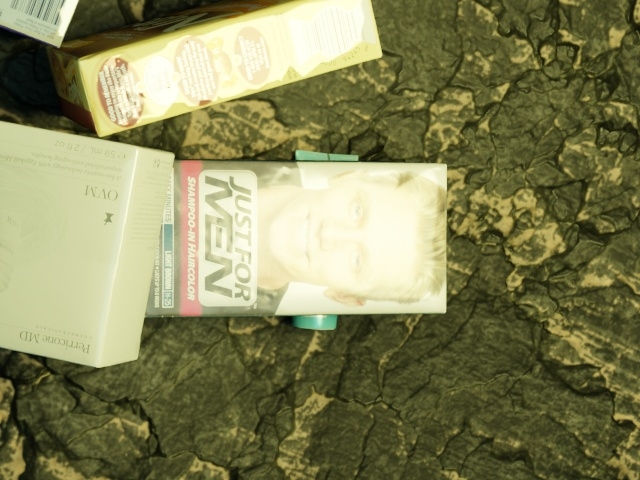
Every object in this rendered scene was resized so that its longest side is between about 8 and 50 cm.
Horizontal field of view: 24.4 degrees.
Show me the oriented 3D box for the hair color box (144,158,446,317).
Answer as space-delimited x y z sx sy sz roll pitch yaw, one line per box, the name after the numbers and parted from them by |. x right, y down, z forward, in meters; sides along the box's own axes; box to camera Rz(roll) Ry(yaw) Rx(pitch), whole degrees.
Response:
-0.037 -0.004 1.654 0.347 0.105 0.174 -1 92 -15 | hair color box

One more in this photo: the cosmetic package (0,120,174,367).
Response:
-0.290 -0.002 1.512 0.224 0.138 0.225 10 93 10 | cosmetic package

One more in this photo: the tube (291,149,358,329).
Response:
0.000 0.000 1.739 0.080 0.052 0.207 2 95 -30 | tube

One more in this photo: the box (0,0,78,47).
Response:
-0.323 -0.254 1.506 0.126 0.137 0.072 20 95 -24 | box

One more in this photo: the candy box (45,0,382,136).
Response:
-0.116 -0.200 1.573 0.316 0.183 0.087 -17 106 -17 | candy box
